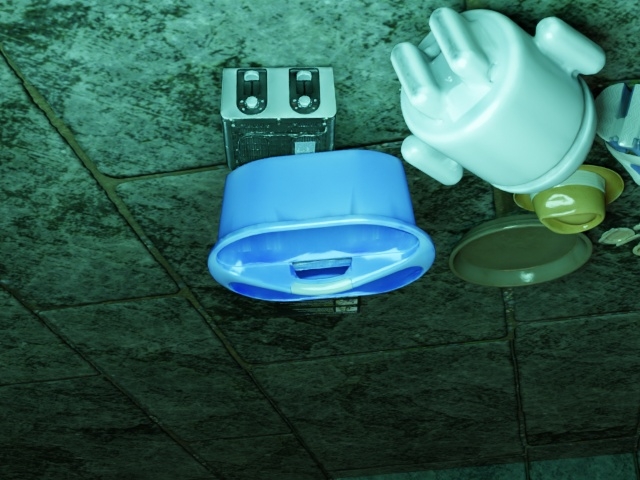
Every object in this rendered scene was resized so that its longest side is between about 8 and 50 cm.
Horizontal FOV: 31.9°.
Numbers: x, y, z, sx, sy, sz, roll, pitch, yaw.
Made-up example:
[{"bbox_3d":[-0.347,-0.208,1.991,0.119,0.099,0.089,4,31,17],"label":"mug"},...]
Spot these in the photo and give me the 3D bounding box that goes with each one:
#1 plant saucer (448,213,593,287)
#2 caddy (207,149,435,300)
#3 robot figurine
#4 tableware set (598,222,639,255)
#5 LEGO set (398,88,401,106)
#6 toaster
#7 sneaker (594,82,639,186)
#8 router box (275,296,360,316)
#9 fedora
[{"bbox_3d":[0.385,0.019,2.166,0.277,0.041,0.278,-2,154,-1],"label":"plant saucer"},{"bbox_3d":[0.000,0.000,1.683,0.341,0.179,0.241,-6,152,7],"label":"caddy"},{"bbox_3d":[0.252,-0.188,1.558,0.300,0.200,0.353,-36,140,27],"label":"robot figurine"},{"bbox_3d":[0.633,-0.009,2.153,0.168,0.020,0.141,16,148,-31],"label":"tableware set"},{"bbox_3d":[0.141,-0.225,1.683,0.054,0.023,0.083,11,164,-20],"label":"LEGO set"},{"bbox_3d":[-0.059,-0.175,1.658,0.168,0.110,0.186,-1,153,-1],"label":"toaster"},{"bbox_3d":[0.575,-0.142,1.731,0.315,0.128,0.182,20,172,18],"label":"sneaker"},{"bbox_3d":[-0.006,0.111,2.312,0.178,0.046,0.133,-2,154,0],"label":"router box"},{"bbox_3d":[0.437,-0.064,1.960,0.194,0.079,0.194,-1,153,-1],"label":"fedora"}]
